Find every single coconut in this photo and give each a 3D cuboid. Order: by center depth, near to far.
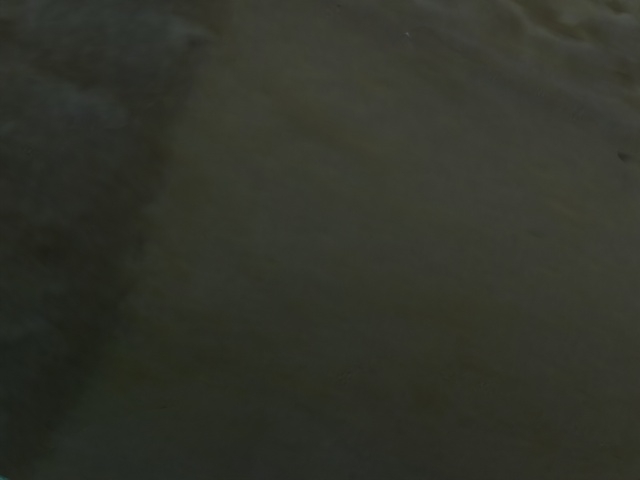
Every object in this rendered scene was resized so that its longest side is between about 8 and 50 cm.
[{"bbox_3d":[0.000,0.000,0.533,0.323,0.323,0.323,16,-5,1],"label":"coconut"}]

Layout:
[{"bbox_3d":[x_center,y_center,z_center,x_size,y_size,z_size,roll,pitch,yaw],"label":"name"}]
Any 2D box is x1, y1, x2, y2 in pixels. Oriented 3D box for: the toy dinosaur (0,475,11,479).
[{"bbox_3d":[-0.068,0.066,0.301,0.292,0.079,0.120,17,-10,24],"label":"toy dinosaur"}]
